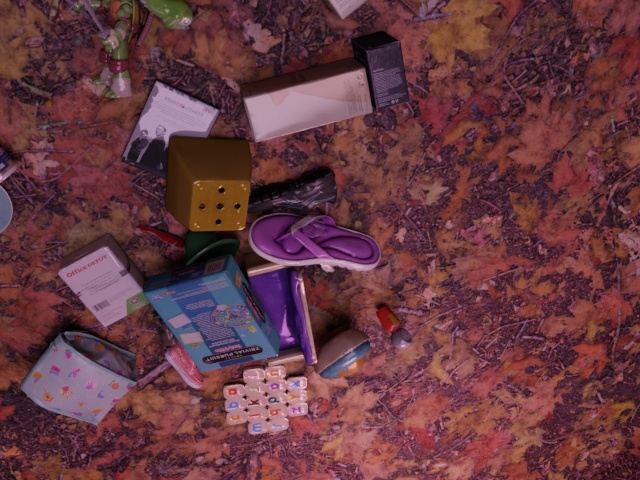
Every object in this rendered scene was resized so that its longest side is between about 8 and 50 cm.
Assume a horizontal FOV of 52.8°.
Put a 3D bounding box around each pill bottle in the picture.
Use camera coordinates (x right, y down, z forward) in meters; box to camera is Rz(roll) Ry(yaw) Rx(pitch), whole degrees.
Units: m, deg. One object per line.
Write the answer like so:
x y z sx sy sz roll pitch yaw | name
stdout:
-0.839 -0.221 1.583 0.094 0.094 0.169 -32 120 6 | pill bottle

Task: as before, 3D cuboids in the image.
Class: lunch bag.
-0.712 0.396 1.904 0.262 0.160 0.223 34 107 -31 | lunch bag

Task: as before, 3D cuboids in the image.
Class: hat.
-0.358 -0.019 1.833 0.173 0.183 0.209 -42 162 23 | hat

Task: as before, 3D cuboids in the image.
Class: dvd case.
-0.392 -0.277 1.686 0.179 0.029 0.238 23 110 -22 | dvd case

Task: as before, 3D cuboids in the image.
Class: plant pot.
-0.280 -0.132 1.673 0.213 0.187 0.212 -1 122 -21 | plant pot

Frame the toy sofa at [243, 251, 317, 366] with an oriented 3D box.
-0.118 0.209 1.920 0.150 0.177 0.362 -12 120 -6 | toy sofa

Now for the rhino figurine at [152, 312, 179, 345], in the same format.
-0.375 0.256 1.950 0.244 0.073 0.106 -10 115 -8 | rhino figurine

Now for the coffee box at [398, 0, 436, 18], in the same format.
0.195 -0.678 1.558 0.247 0.098 0.141 35 106 -26 | coffee box

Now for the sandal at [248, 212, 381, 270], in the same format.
-0.003 -0.013 1.830 0.417 0.169 0.102 7 144 -27 | sandal

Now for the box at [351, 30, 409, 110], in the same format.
0.152 -0.435 1.645 0.093 0.156 0.158 -17 119 -4 | box

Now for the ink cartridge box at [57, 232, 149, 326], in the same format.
-0.600 0.111 1.811 0.160 0.092 0.219 -27 119 3 | ink cartridge box

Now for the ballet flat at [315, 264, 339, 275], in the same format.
-0.013 0.039 1.912 0.074 0.074 0.203 -40 118 10 | ballet flat

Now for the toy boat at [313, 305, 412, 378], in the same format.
0.131 0.339 2.021 0.318 0.267 0.148 -30 78 -16 | toy boat

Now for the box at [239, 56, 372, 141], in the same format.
-0.039 -0.362 1.651 0.312 0.148 0.121 -16 119 -5 | box

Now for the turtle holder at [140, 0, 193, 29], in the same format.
-0.276 -0.635 1.394 0.228 0.243 0.319 13 88 -39 | turtle holder

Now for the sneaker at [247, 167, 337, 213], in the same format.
-0.077 -0.114 1.801 0.268 0.101 0.106 -17 122 -2 | sneaker

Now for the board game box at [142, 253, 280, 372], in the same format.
-0.297 0.213 1.813 0.254 0.079 0.336 -15 125 16 | board game box

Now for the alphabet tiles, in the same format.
-0.182 0.534 2.168 0.278 0.021 0.283 -6 119 -9 | alphabet tiles

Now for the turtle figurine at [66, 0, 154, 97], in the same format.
-0.513 -0.470 1.467 0.198 0.274 0.266 19 122 17 | turtle figurine

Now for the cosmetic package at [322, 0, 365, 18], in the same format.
-0.013 -0.676 1.482 0.113 0.160 0.309 -37 120 8 | cosmetic package

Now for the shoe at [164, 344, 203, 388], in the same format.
-0.403 0.386 2.017 0.081 0.063 0.178 -30 115 10 | shoe

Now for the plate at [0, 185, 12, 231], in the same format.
-0.901 -0.092 1.679 0.188 0.024 0.188 -5 118 -9 | plate
